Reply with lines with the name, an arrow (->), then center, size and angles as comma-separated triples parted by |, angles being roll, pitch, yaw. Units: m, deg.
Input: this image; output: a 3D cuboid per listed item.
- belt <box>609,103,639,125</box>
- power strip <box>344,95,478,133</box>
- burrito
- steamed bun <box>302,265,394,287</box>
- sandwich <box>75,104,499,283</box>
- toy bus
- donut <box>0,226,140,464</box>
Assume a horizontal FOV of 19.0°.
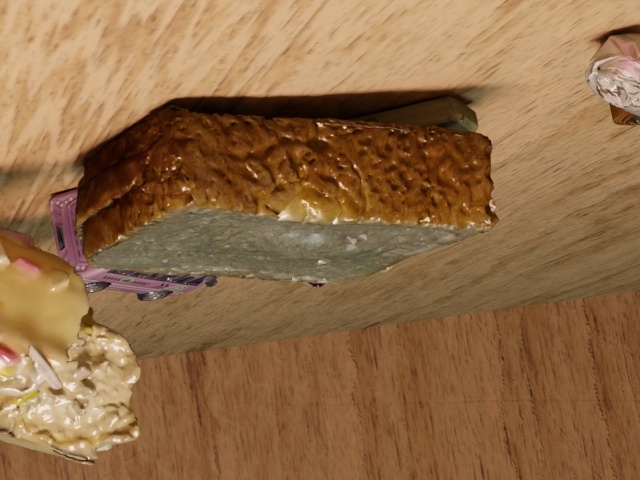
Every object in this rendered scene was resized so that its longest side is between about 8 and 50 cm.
belt -> 0.290, -0.125, 1.705 | 0.059, 0.036, 0.083 | -4, 169, -29
power strip -> 0.050, -0.093, 1.681 | 0.169, 0.028, 0.076 | -13, 169, 18
burrito -> 0.264, -0.130, 1.559 | 0.064, 0.064, 0.203 | -12, 173, 22
steamed bun -> 0.000, 0.000, 2.025 | 0.192, 0.106, 0.177 | -1, 168, -38
sandwich -> -0.045, -0.030, 1.628 | 0.301, 0.099, 0.271 | 3, 162, -27
toy bus -> -0.170, -0.002, 1.853 | 0.108, 0.096, 0.199 | -18, 167, 25
donut -> -0.321, 0.079, 1.724 | 0.307, 0.150, 0.371 | 14, 165, 11
